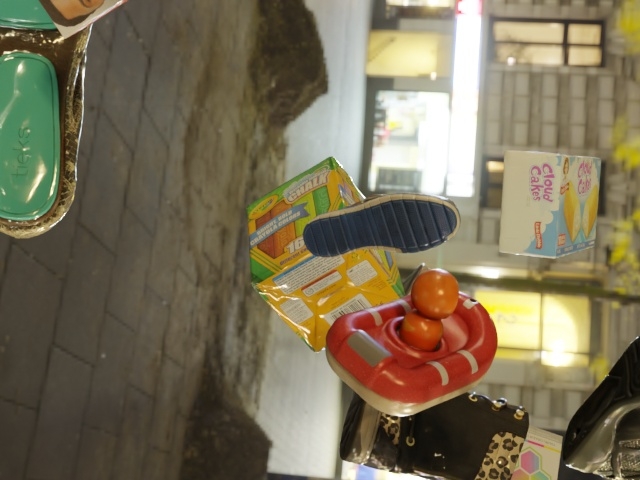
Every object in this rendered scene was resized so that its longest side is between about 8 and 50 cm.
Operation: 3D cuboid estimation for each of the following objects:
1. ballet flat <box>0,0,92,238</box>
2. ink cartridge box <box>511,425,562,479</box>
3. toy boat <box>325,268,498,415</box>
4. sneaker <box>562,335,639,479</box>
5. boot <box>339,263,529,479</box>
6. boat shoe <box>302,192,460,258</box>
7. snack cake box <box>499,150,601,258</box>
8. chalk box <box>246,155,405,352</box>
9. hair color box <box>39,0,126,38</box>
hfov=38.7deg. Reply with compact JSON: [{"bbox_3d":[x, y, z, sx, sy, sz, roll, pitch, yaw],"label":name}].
[{"bbox_3d":[-0.366,-0.245,1.158,0.182,0.164,0.483,-167,-99,-78],"label":"ballet flat"},{"bbox_3d":[0.358,0.437,1.627,0.062,0.109,0.209,135,-27,-64],"label":"ink cartridge box"},{"bbox_3d":[0.124,0.102,1.095,0.231,0.151,0.151,-11,130,-46],"label":"toy boat"},{"bbox_3d":[0.344,0.169,0.893,0.087,0.130,0.227,-70,-179,-48],"label":"sneaker"},{"bbox_3d":[0.216,0.252,1.574,0.138,0.284,0.377,120,-7,-59],"label":"boot"},{"bbox_3d":[0.071,-0.025,0.997,0.066,0.183,0.066,-40,120,-56],"label":"boat shoe"},{"bbox_3d":[0.363,-0.060,1.424,0.264,0.089,0.152,-8,103,-61],"label":"snack cake box"},{"bbox_3d":[0.000,0.000,1.488,0.179,0.180,0.289,50,15,-32],"label":"chalk box"},{"bbox_3d":[-0.200,-0.258,0.860,0.072,0.141,0.043,57,16,-18],"label":"hair color box"}]
